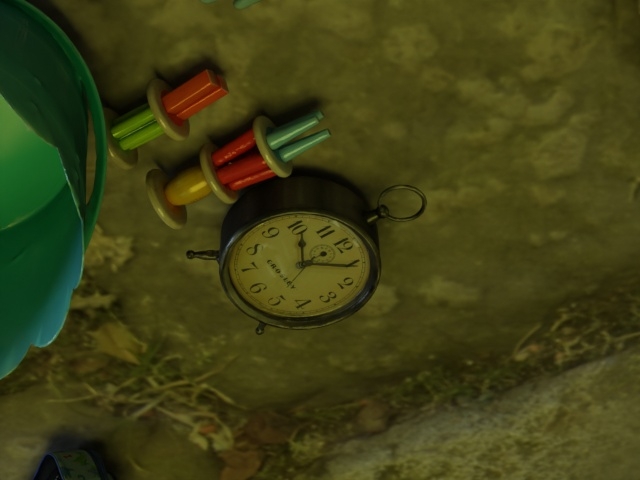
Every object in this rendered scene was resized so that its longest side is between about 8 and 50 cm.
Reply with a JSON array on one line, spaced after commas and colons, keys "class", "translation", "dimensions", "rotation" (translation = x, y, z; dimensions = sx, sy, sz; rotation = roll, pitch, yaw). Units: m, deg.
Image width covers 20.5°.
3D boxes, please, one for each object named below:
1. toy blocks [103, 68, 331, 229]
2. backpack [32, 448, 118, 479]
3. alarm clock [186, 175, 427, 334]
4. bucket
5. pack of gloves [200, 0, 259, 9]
[{"class": "toy blocks", "translation": [-0.079, -0.085, 1.356], "dimensions": [0.148, 0.054, 0.123], "rotation": [-26, 125, 18]}, {"class": "backpack", "translation": [-0.224, 0.248, 1.614], "dimensions": [0.084, 0.105, 0.114], "rotation": [-1, 134, -30]}, {"class": "alarm clock", "translation": [0.000, 0.000, 1.424], "dimensions": [0.192, 0.064, 0.129], "rotation": [-24, 127, 21]}, {"class": "bucket", "translation": [-0.290, -0.051, 1.264], "dimensions": [0.281, 0.183, 0.281], "rotation": [-1, 123, -1]}, {"class": "pack of gloves", "translation": [-0.010, -0.227, 1.193], "dimensions": [0.232, 0.046, 0.195], "rotation": [-11, 164, 15]}]
